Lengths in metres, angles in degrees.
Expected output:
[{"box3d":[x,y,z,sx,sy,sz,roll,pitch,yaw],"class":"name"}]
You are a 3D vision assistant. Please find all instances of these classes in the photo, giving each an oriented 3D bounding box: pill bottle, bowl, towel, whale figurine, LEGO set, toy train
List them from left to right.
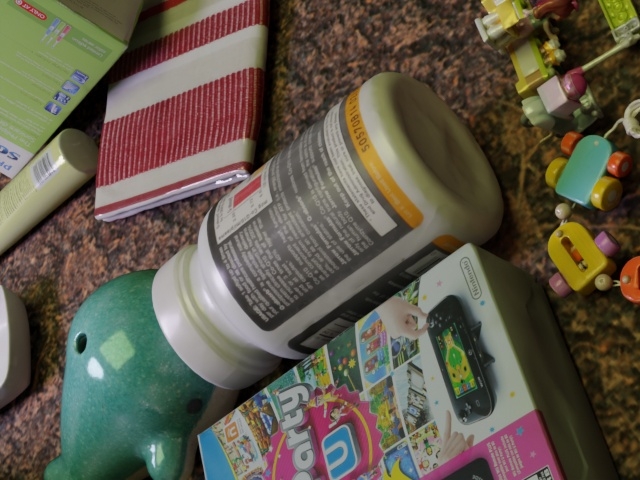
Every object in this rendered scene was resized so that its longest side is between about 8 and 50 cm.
[{"box3d":[-0.374,0.136,1.459,0.142,0.053,0.142,-34,49,29],"class":"bowl"},{"box3d":[-0.192,0.150,1.210,0.272,0.141,0.216,-54,44,14],"class":"whale figurine"},{"box3d":[-0.142,-0.191,1.408,0.237,0.037,0.329,-15,61,39],"class":"towel"},{"box3d":[0.000,0.000,1.081,0.278,0.162,0.162,-36,49,26],"class":"pill bottle"},{"box3d":[0.169,-0.220,1.047,0.107,0.132,0.287,-31,73,23],"class":"LEGO set"},{"box3d":[0.227,-0.013,0.955,0.125,0.046,0.166,-20,61,35],"class":"toy train"}]

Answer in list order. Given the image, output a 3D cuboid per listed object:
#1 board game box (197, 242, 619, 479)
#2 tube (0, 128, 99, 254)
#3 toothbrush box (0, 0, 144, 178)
[{"box3d":[0.058,0.181,0.985,0.303,0.097,0.224,-38,48,27],"class":"board game box"},{"box3d":[-0.347,-0.044,1.526,0.240,0.070,0.062,-36,93,33],"class":"tube"},{"box3d":[-0.355,-0.228,1.453,0.283,0.206,0.122,-40,28,40],"class":"toothbrush box"}]
